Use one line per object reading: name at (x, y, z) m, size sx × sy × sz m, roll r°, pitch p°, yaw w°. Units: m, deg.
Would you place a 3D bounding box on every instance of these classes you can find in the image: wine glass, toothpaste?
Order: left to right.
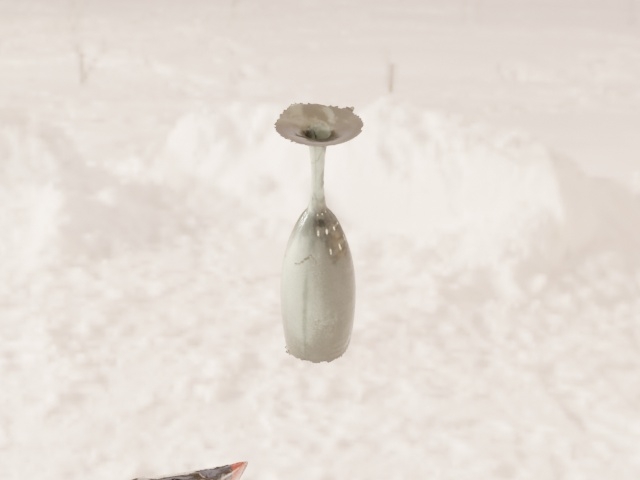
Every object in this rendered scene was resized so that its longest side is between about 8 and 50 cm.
toothpaste at (-0.100, 0.186, 0.961) m, size 0.045 × 0.071 × 0.193 m, roll 28°, pitch 1°, yaw 21°
wine glass at (0.000, 0.000, 0.994) m, size 0.066 × 0.198 × 0.066 m, roll 0°, pitch 35°, yaw 0°
